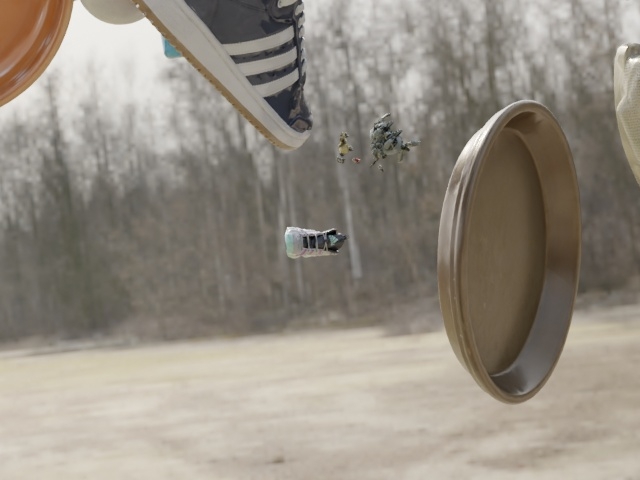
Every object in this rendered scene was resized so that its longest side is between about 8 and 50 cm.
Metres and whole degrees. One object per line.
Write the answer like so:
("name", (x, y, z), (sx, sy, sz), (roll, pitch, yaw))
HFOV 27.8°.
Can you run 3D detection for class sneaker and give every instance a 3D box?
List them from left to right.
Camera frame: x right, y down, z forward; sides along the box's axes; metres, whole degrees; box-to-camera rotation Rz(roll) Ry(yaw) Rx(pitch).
("sneaker", (-0.039, -0.188, 1.062), (0.153, 0.099, 0.282), (-42, -35, 4))
("sneaker", (0.000, 0.000, 1.549), (0.069, 0.038, 0.098), (-6, 0, 17))

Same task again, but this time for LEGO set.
("LEGO set", (0.048, -0.087, 1.163), (0.083, 0.054, 0.023), (-20, -27, 25))

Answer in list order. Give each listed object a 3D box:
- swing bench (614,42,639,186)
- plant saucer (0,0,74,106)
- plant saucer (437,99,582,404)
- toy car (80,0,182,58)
("swing bench", (0.308, -0.036, 0.640), (0.254, 0.165, 0.253), (-12, 12, -2))
("plant saucer", (-0.266, -0.181, 0.885), (0.199, 0.200, 0.037), (-6, 12, -1))
("plant saucer", (0.174, 0.010, 1.187), (0.041, 0.278, 0.278), (3, 3, 30))
("toy car", (-0.219, -0.338, 1.652), (0.238, 0.219, 0.210), (-5, 10, 30))
